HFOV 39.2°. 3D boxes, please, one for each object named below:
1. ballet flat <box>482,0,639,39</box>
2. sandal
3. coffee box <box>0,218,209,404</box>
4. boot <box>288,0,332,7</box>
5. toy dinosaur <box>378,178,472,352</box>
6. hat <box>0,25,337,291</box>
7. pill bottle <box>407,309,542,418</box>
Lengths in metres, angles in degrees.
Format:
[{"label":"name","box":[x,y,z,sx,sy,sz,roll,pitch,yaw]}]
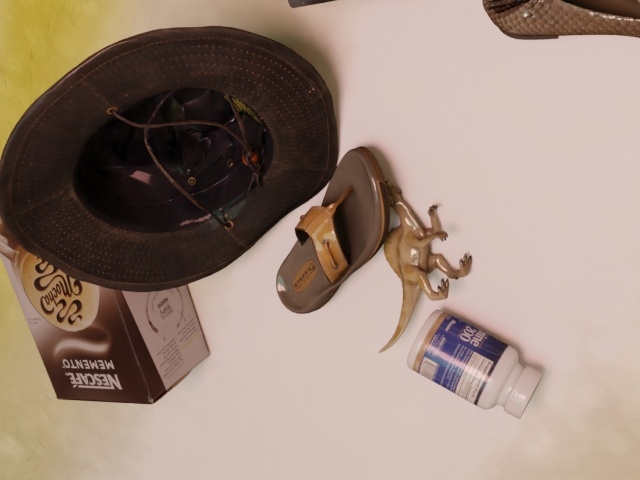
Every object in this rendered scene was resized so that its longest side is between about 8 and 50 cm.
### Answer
[{"label":"ballet flat","box":[0.235,-0.188,0.656,0.249,0.058,0.084,7,72,33]},{"label":"sandal","box":[0.000,0.000,0.898,0.090,0.060,0.219,59,136,22]},{"label":"coffee box","box":[-0.266,0.034,1.055,0.168,0.119,0.297,-5,110,33]},{"label":"boot","box":[0.128,-0.373,0.610,0.445,0.146,0.367,3,107,39]},{"label":"toy dinosaur","box":[0.096,0.027,0.882,0.092,0.053,0.183,12,112,44]},{"label":"hat","box":[-0.154,-0.103,0.873,0.331,0.331,0.134,-58,41,37]},{"label":"pill bottle","box":[0.151,0.122,0.873,0.120,0.067,0.067,28,125,18]}]
